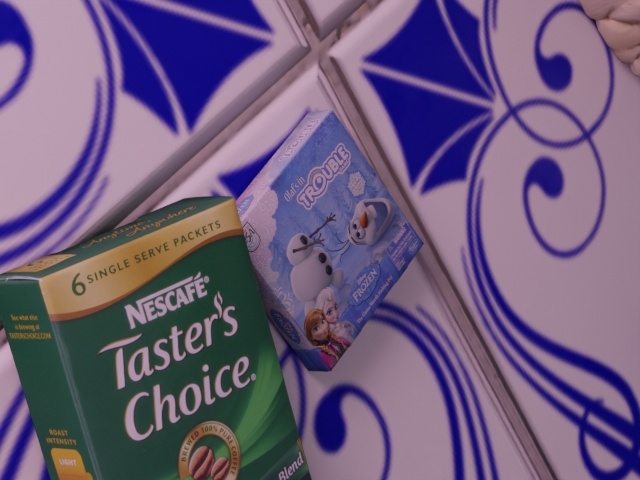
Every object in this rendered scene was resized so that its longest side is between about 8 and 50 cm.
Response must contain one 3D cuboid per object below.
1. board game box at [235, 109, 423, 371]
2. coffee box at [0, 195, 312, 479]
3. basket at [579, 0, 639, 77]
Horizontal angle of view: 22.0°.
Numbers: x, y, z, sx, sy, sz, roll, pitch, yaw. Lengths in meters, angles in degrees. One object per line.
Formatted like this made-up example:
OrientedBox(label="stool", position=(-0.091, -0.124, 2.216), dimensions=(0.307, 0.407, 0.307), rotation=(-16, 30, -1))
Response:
OrientedBox(label="board game box", position=(0.000, 0.000, 0.791), dimensions=(0.090, 0.020, 0.090), rotation=(53, 56, -26))
OrientedBox(label="coffee box", position=(-0.064, 0.083, 0.714), dimensions=(0.113, 0.040, 0.184), rotation=(-23, 104, -41))
OrientedBox(label="basket", position=(0.250, -0.280, 0.836), dimensions=(0.328, 0.331, 0.266), rotation=(45, 66, -32))
